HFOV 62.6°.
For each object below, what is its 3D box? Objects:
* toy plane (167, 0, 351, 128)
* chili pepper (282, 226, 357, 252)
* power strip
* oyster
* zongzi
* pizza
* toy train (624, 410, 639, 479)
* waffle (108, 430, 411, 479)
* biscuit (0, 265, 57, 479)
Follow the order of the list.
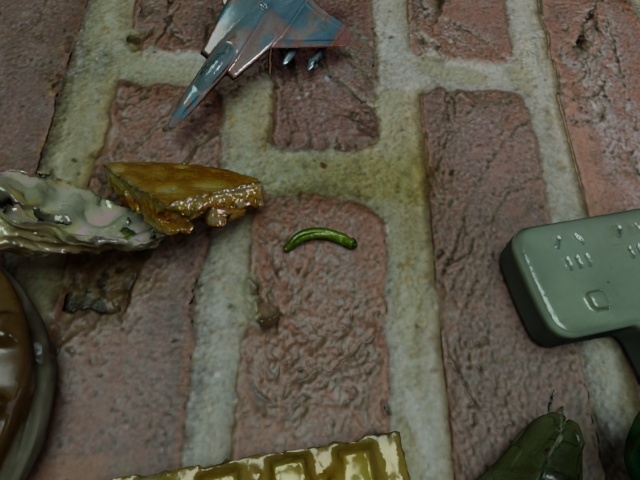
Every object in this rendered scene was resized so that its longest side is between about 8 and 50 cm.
[{"bbox_3d":[-0.092,-0.263,0.657,0.223,0.104,0.326,37,81,-16],"label":"toy plane"},{"bbox_3d":[0.000,0.000,0.584,0.083,0.017,0.030,3,64,-4],"label":"chili pepper"},{"bbox_3d":[0.344,0.060,0.557,0.264,0.059,0.194,-9,64,-10],"label":"power strip"},{"bbox_3d":[-0.256,-0.015,0.506,0.132,0.209,0.072,35,104,30],"label":"oyster"},{"bbox_3d":[0.171,0.191,0.484,0.130,0.062,0.154,10,56,14],"label":"zongzi"},{"bbox_3d":[-0.153,-0.045,0.557,0.174,0.046,0.134,10,26,4],"label":"pizza"},{"bbox_3d":[0.426,0.168,0.428,0.249,0.178,0.429,41,76,-23],"label":"toy train"},{"bbox_3d":[-0.049,0.262,0.424,0.273,0.057,0.168,-8,64,-8],"label":"waffle"},{"bbox_3d":[-0.395,0.137,0.435,0.331,0.103,0.332,2,62,-4],"label":"biscuit"}]
